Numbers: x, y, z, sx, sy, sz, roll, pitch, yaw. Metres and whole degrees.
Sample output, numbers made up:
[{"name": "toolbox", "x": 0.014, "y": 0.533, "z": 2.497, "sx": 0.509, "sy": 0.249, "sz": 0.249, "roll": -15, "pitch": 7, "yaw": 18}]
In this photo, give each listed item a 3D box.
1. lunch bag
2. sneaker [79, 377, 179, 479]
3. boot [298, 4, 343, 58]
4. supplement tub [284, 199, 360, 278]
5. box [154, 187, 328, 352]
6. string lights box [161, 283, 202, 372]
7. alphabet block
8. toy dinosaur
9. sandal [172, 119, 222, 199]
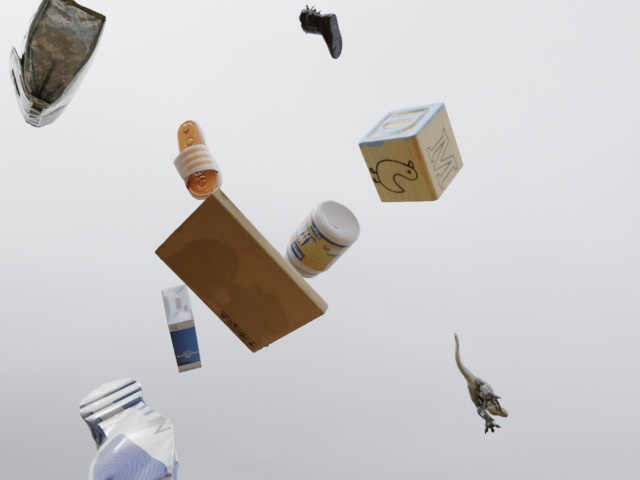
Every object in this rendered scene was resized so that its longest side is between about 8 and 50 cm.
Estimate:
[{"name": "lunch bag", "x": -0.677, "y": -0.435, "z": 1.280, "sx": 0.168, "sy": 0.287, "sz": 0.235, "roll": 23, "pitch": -14, "yaw": -30}, {"name": "sneaker", "x": -0.282, "y": 0.361, "z": 0.812, "sx": 0.315, "sy": 0.127, "sz": 0.182, "roll": 21, "pitch": -50, "yaw": 59}, {"name": "boot", "x": -0.001, "y": -0.509, "z": 1.252, "sx": 0.099, "sy": 0.045, "sz": 0.121, "roll": 24, "pitch": -31, "yaw": 30}, {"name": "supplement tub", "x": 0.000, "y": 0.000, "z": 1.400, "sx": 0.144, "sy": 0.144, "sz": 0.200, "roll": 30, "pitch": -50, "yaw": -14}, {"name": "box", "x": -0.107, "y": 0.048, "z": 0.666, "sx": 0.201, "sy": 0.021, "sz": 0.164, "roll": 48, "pitch": -50, "yaw": -8}, {"name": "string lights box", "x": -0.412, "y": 0.268, "z": 1.533, "sx": 0.076, "sy": 0.133, "sz": 0.260, "roll": -11, "pitch": -42, "yaw": -17}, {"name": "alphabet block", "x": 0.250, "y": -0.236, "z": 1.398, "sx": 0.192, "sy": 0.193, "sz": 0.197, "roll": 3, "pitch": -50, "yaw": 45}, {"name": "toy dinosaur", "x": 0.340, "y": 0.324, "z": 1.080, "sx": 0.064, "sy": 0.118, "sz": 0.268, "roll": -28, "pitch": -61, "yaw": 9}, {"name": "sandal", "x": -0.332, "y": -0.216, "z": 1.296, "sx": 0.102, "sy": 0.265, "sz": 0.076, "roll": -32, "pitch": -29, "yaw": 11}]
